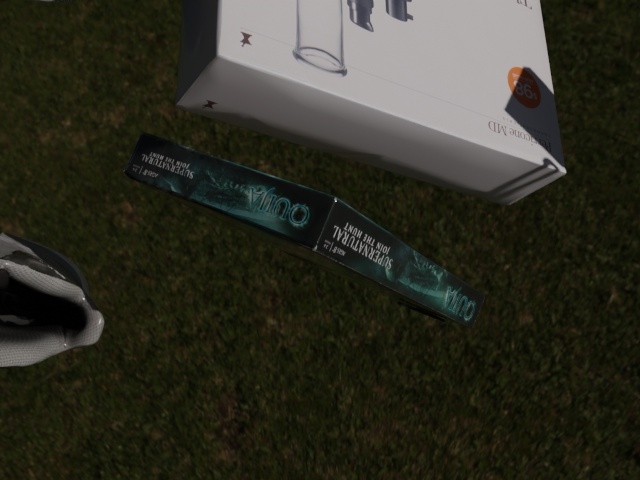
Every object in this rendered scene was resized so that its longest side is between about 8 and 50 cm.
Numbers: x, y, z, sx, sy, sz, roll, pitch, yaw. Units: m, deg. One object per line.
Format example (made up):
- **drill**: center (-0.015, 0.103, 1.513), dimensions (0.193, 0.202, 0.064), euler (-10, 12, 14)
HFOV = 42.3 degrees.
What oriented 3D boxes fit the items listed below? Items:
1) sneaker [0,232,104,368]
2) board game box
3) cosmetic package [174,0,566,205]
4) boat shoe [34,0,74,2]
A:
- **sneaker**: center (-0.216, 0.011, 0.426), dimensions (0.229, 0.132, 0.086), euler (18, 87, -30)
- **board game box**: center (0.000, 0.000, 0.449), dimensions (0.126, 0.186, 0.026), euler (21, 85, 35)
- **cosmetic package**: center (0.057, -0.214, 0.801), dimensions (0.377, 0.097, 0.284), euler (13, 65, -29)
- **boat shoe**: center (-0.235, -0.341, 0.924), dimensions (0.302, 0.094, 0.109), euler (-10, 55, -12)
